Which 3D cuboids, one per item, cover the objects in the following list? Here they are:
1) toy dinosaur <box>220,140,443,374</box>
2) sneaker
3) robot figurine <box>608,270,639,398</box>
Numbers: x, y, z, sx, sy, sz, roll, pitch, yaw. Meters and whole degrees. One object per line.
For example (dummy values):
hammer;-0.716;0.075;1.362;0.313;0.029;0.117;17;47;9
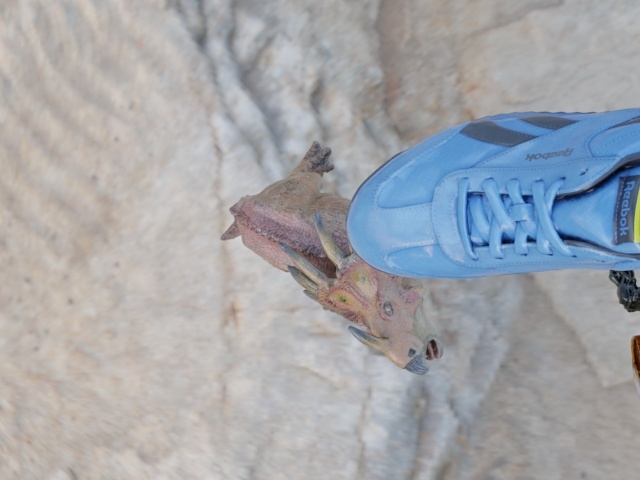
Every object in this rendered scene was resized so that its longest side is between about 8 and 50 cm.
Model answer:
toy dinosaur;0.000;0.000;1.358;0.200;0.295;0.127;-26;124;-50
sneaker;0.101;-0.019;0.664;0.209;0.082;0.069;-8;100;22
robot figurine;0.353;0.061;1.359;0.211;0.085;0.291;-3;49;12
